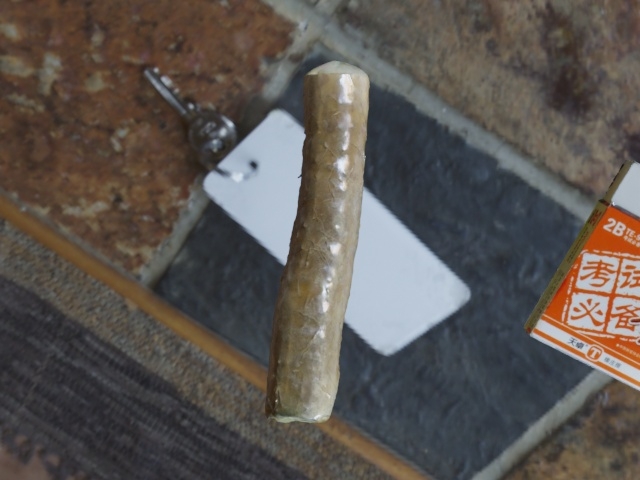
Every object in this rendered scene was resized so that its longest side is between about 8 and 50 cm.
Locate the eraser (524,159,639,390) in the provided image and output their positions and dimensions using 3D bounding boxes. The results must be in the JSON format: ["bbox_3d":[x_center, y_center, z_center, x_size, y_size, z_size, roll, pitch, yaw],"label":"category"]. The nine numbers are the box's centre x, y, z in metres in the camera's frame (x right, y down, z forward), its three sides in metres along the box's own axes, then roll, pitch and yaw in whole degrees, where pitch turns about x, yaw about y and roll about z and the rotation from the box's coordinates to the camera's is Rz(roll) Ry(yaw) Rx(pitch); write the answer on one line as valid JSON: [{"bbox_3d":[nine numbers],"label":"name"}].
[{"bbox_3d":[0.359,0.042,1.078,0.157,0.038,0.230,27,102,-5],"label":"eraser"}]

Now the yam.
[{"bbox_3d":[0.000,0.000,0.768,0.066,0.066,0.299,6,83,12],"label":"yam"}]
